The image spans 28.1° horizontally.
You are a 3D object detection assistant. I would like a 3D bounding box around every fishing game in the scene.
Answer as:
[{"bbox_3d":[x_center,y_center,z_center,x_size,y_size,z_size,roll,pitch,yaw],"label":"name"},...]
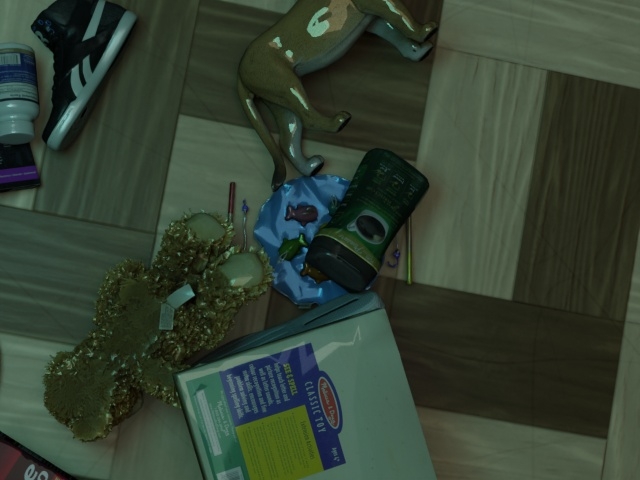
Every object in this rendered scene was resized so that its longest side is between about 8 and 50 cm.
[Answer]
[{"bbox_3d":[0.000,0.000,1.731,0.264,0.041,0.189,5,82,-7],"label":"fishing game"}]

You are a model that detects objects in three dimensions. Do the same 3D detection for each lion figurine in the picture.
[{"bbox_3d":[-0.002,-0.276,1.706,0.240,0.142,0.392,43,86,9],"label":"lion figurine"}]

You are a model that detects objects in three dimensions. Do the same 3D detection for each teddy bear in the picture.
[{"bbox_3d":[-0.202,0.114,1.629,0.245,0.113,0.338,24,81,22],"label":"teddy bear"}]

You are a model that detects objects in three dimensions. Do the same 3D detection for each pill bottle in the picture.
[{"bbox_3d":[-0.396,-0.187,1.642,0.067,0.067,0.120,-6,78,-8],"label":"pill bottle"}]

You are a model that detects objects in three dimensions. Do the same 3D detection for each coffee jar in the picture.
[{"bbox_3d":[0.060,-0.025,1.691,0.096,0.079,0.184,36,72,-13],"label":"coffee jar"}]

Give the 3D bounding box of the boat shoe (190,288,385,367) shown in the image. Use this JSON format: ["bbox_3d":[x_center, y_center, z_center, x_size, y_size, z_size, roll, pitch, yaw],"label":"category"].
[{"bbox_3d":[-0.044,0.165,1.675,0.302,0.109,0.094,-23,108,-2],"label":"boat shoe"}]

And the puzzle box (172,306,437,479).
[{"bbox_3d":[0.008,0.311,1.544,0.272,0.052,0.408,-16,90,-14],"label":"puzzle box"}]

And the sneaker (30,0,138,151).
[{"bbox_3d":[-0.342,-0.231,1.689,0.121,0.079,0.216,27,74,-2],"label":"sneaker"}]

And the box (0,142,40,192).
[{"bbox_3d":[-0.436,-0.140,1.656,0.116,0.029,0.162,-12,87,-47],"label":"box"}]

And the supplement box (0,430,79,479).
[{"bbox_3d":[-0.341,0.351,1.585,0.239,0.073,0.130,32,80,-4],"label":"supplement box"}]
